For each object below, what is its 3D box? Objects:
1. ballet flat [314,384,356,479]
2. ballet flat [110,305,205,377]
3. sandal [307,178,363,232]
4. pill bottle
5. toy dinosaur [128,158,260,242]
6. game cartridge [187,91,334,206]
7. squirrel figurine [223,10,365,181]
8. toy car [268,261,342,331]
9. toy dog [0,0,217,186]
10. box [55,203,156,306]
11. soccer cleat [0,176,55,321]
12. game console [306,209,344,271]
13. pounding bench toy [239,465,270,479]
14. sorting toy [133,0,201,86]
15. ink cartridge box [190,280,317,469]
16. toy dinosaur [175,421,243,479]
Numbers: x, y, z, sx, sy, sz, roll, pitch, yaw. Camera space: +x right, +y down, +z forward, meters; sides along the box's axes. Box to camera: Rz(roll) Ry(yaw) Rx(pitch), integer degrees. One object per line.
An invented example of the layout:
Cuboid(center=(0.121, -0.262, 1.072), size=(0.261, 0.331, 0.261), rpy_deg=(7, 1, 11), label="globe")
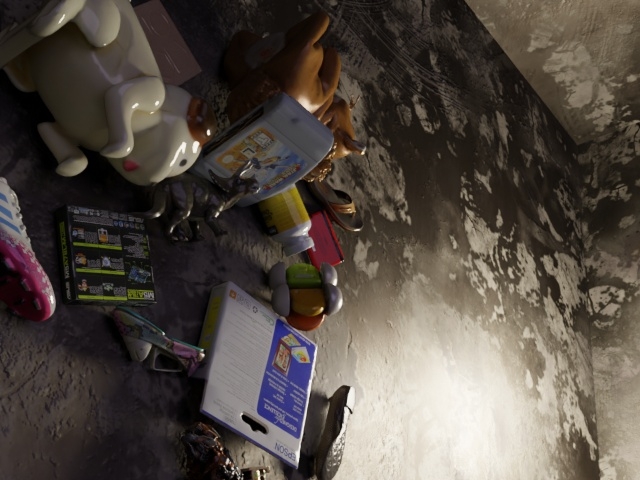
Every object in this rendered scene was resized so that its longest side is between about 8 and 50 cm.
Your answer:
Cuboid(center=(0.026, 0.447, 1.926), size=(0.084, 0.058, 0.250), rpy_deg=(64, 35, -46), label="ballet flat")
Cuboid(center=(-0.316, 0.205, 1.580), size=(0.221, 0.077, 0.079), rpy_deg=(37, 66, -38), label="ballet flat")
Cuboid(center=(0.050, -0.107, 2.216), size=(0.219, 0.060, 0.090), rpy_deg=(50, 32, -21), label="sandal")
Cuboid(center=(-0.084, -0.059, 1.982), size=(0.103, 0.103, 0.184), rpy_deg=(-27, 95, -55), label="pill bottle")
Cuboid(center=(-0.277, -0.080, 1.721), size=(0.313, 0.121, 0.160), rpy_deg=(-4, 85, -39), label="toy dinosaur")
Cuboid(center=(-0.127, -0.188, 1.822), size=(0.198, 0.297, 0.062), rpy_deg=(38, 33, -34), label="game cartridge")
Cuboid(center=(-0.055, -0.301, 2.045), size=(0.370, 0.281, 0.397), rpy_deg=(54, 39, -40), label="squirrel figurine")
Cuboid(center=(-0.039, 0.135, 1.924), size=(0.182, 0.159, 0.136), rpy_deg=(-103, -164, -52), label="toy car")
Cuboid(center=(-0.397, -0.278, 1.568), size=(0.408, 0.284, 0.395), rpy_deg=(50, 28, -29), label="toy dog")
Cuboid(center=(-0.404, 0.032, 1.566), size=(0.190, 0.045, 0.184), rpy_deg=(7, 70, -52), label="box")
Cuboid(center=(-0.528, -0.022, 1.363), size=(0.331, 0.116, 0.143), rpy_deg=(56, 38, -18), label="soccer cleat")
Cuboid(center=(0.000, 0.000, 2.143), size=(0.124, 0.085, 0.144), rpy_deg=(-23, 92, -24), label="game console")
Cuboid(center=(-0.131, 0.496, 1.685), size=(0.083, 0.052, 0.065), rpy_deg=(12, 64, -50), label="pounding bench toy")
Cuboid(center=(-0.365, -0.434, 1.853), size=(0.193, 0.038, 0.208), rpy_deg=(59, 28, -14), label="sorting toy")
Cuboid(center=(-0.141, 0.291, 1.768), size=(0.303, 0.072, 0.307), rpy_deg=(42, 45, -35), label="ink cartridge box")
Cuboid(center=(-0.176, 0.505, 1.553), size=(0.322, 0.164, 0.218), rpy_deg=(45, 20, 3), label="toy dinosaur")
